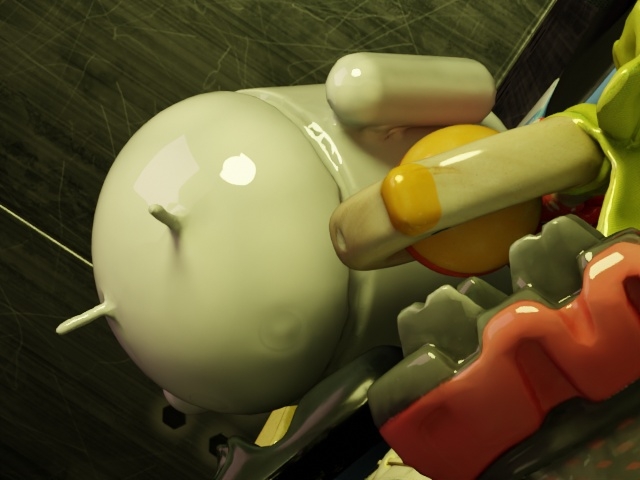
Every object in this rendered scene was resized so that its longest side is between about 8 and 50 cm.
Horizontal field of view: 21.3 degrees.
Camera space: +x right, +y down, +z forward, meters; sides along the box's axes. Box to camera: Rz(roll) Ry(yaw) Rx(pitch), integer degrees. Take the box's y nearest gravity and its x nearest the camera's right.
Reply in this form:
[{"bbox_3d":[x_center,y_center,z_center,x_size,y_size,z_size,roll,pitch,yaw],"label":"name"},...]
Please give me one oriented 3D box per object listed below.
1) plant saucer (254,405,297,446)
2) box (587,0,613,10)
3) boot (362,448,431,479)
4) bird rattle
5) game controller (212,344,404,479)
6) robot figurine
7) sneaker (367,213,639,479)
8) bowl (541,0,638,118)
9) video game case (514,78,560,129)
[{"bbox_3d":[-0.060,0.274,1.558,0.333,0.081,0.333,-60,1,15],"label":"plant saucer"},{"bbox_3d":[0.255,-0.292,1.163,0.233,0.059,0.183,-58,3,-32],"label":"box"},{"bbox_3d":[0.084,0.109,0.915,0.165,0.077,0.213,-54,-3,-3],"label":"boot"},{"bbox_3d":[0.101,-0.036,0.905,0.207,0.143,0.253,-14,1,-16],"label":"bird rattle"},{"bbox_3d":[0.016,0.142,1.063,0.166,0.067,0.319,-31,-14,2],"label":"game controller"},{"bbox_3d":[0.000,0.000,1.092,0.353,0.200,0.300,-8,-43,-44],"label":"robot figurine"},{"bbox_3d":[0.153,0.013,0.405,0.276,0.135,0.097,-33,-6,13],"label":"sneaker"},{"bbox_3d":[0.275,-0.197,1.140,0.391,0.077,0.391,-57,2,3],"label":"bowl"},{"bbox_3d":[0.130,0.021,1.484,0.269,0.061,0.244,-58,1,-30],"label":"video game case"}]
